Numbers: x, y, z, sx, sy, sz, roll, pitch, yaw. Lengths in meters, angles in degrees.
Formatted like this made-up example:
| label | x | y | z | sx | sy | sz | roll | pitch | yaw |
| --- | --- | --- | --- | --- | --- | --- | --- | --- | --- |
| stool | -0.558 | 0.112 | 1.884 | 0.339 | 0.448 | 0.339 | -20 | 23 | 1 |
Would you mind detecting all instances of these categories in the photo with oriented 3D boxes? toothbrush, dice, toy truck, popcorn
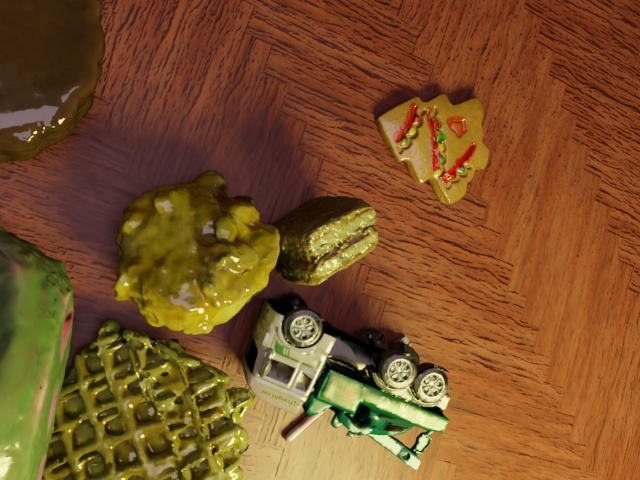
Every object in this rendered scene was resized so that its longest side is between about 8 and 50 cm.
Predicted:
| label | x | y | z | sx | sy | sz | roll | pitch | yaw |
| --- | --- | --- | --- | --- | --- | --- | --- | --- | --- |
| toothbrush | 0.051 | 0.259 | 1.085 | 0.287 | 0.020 | 0.025 | -35 | 97 | -18 |
| dice | -0.462 | 0.168 | 0.677 | 0.319 | 0.330 | 0.322 | 10 | 50 | -17 |
| toy truck | 0.050 | 0.223 | 0.993 | 0.364 | 0.176 | 0.177 | 29 | 88 | -13 |
| popcorn | -0.185 | 0.017 | 0.924 | 0.233 | 0.192 | 0.265 | 22 | 58 | -4 |

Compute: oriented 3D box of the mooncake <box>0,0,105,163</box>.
| label | x | y | z | sx | sy | sz | roll | pitch | yaw |
| --- | --- | --- | --- | --- | --- | --- | --- | --- | --- |
| mooncake | -0.452 | -0.257 | 0.809 | 0.324 | 0.187 | 0.323 | 1 | 88 | -22 |

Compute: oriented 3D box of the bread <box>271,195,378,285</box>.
| label | x | y | z | sx | sy | sz | roll | pitch | yaw |
| --- | --- | --- | --- | --- | --- | --- | --- | --- | --- |
| bread | 0.000 | 0.000 | 0.973 | 0.138 | 0.196 | 0.102 | -35 | 106 | -22 |

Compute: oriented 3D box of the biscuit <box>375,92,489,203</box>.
| label | x | y | z | sx | sy | sz | roll | pitch | yaw |
| --- | --- | --- | --- | --- | --- | --- | --- | --- | --- |
| biscuit | 0.211 | -0.187 | 1.135 | 0.239 | 0.041 | 0.212 | 17 | 86 | -21 |

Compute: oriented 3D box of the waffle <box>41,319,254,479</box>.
| label | x | y | z | sx | sy | sz | roll | pitch | yaw |
| --- | --- | --- | --- | --- | --- | --- | --- | --- | --- |
| waffle | -0.263 | 0.287 | 0.889 | 0.317 | 0.073 | 0.297 | 25 | 85 | 7 |
